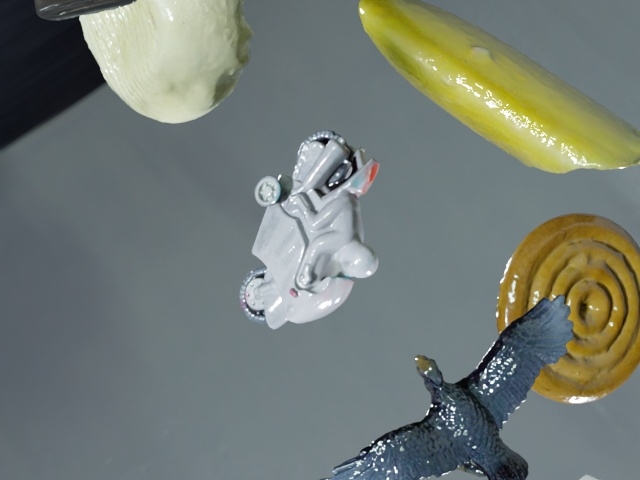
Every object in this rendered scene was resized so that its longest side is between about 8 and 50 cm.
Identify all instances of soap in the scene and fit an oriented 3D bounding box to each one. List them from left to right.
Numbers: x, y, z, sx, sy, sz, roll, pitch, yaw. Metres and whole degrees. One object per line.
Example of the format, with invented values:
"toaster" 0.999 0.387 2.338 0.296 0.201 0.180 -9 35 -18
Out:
"soap" 0.232 -0.198 1.187 0.427 0.115 0.306 39 -155 19

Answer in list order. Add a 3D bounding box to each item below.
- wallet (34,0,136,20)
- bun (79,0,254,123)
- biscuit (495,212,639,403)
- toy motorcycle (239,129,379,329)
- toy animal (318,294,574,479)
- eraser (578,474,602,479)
"wallet" -0.173 -0.228 0.648 0.018 0.082 0.157 91 164 -66
"bun" -0.180 -0.270 1.109 0.259 0.160 0.259 26 125 43
"biscuit" 0.349 0.091 1.201 0.262 0.262 0.037 56 160 -15
"toy motorcycle" 0.000 0.000 1.114 0.171 0.260 0.110 26 -175 29
"toy animal" 0.100 0.124 0.629 0.108 0.220 0.062 62 166 -23
"eraser" 0.248 0.406 1.088 0.086 0.287 0.130 52 177 10
